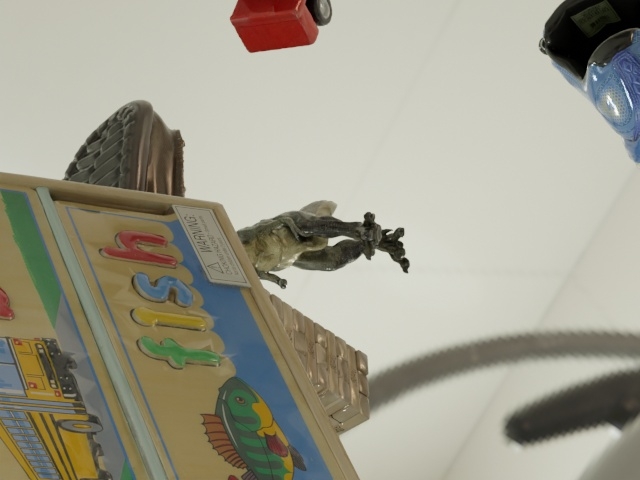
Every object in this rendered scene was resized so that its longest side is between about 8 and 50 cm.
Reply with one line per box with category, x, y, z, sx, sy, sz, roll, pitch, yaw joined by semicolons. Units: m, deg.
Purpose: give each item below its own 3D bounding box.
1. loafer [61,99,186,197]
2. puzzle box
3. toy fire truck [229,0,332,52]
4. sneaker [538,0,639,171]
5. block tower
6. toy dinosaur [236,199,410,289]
loafer;-0.148;0.061;1.640;0.130;0.134;0.366;16;-116;-36
puzzle box;-0.123;0.098;1.097;0.272;0.052;0.409;7;-146;-30
toy fire truck;-0.035;-0.179;1.071;0.047;0.135;0.192;-3;-133;27
sneaker;0.265;-0.162;1.632;0.147;0.129;0.330;50;-169;-9
block tower;-0.082;0.108;2.066;0.335;0.097;0.091;36;-144;-35
toy dinosaur;0.000;0.000;1.501;0.118;0.064;0.268;2;-168;22
